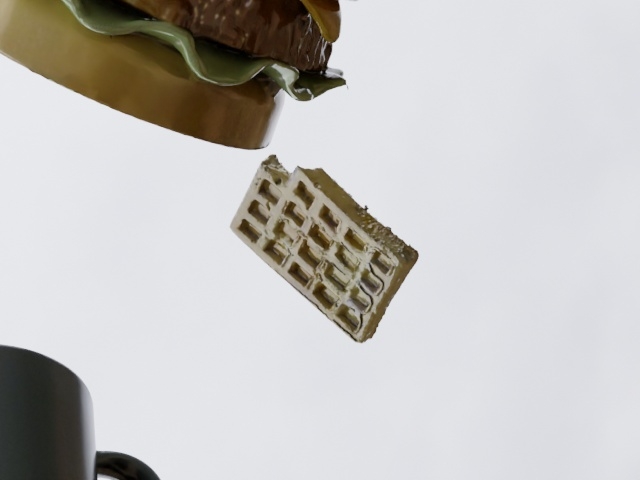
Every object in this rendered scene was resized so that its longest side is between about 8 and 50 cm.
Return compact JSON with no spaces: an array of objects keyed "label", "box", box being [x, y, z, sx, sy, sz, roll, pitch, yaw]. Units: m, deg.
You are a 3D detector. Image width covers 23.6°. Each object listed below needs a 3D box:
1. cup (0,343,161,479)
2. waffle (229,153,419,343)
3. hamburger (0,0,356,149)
[{"label":"cup","box":[-0.086,0.082,0.424,0.100,0.077,0.078,8,-43,-28]},{"label":"waffle","box":[0.000,0.000,1.061,0.021,0.135,0.092,-28,-27,-47]},{"label":"hamburger","box":[-0.082,-0.194,0.843,0.274,0.274,0.212,8,-66,-58]}]
